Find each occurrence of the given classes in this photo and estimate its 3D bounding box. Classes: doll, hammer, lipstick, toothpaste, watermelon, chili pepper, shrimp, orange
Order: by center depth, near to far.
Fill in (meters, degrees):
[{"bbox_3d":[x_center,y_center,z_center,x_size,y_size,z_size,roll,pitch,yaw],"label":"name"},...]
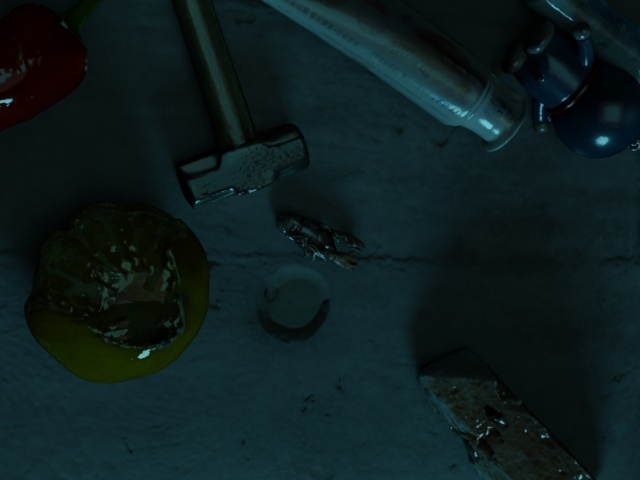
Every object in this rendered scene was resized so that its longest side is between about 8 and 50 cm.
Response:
[{"bbox_3d":[-0.318,-0.131,1.127,0.369,0.092,0.137,-13,95,-19],"label":"chili pepper"},{"bbox_3d":[-0.162,0.042,1.197,0.157,0.134,0.156,-10,109,-30],"label":"orange"},{"bbox_3d":[-0.114,-0.210,1.211,0.111,0.043,0.365,-21,106,-13],"label":"hammer"},{"bbox_3d":[0.041,-0.187,1.254,0.323,0.066,0.100,34,67,-21],"label":"toothpaste"},{"bbox_3d":[0.002,0.003,1.296,0.092,0.038,0.029,18,138,-23],"label":"shrimp"},{"bbox_3d":[0.237,-0.131,1.326,0.152,0.085,0.114,38,131,-13],"label":"doll"},{"bbox_3d":[0.257,-0.192,1.338,0.158,0.048,0.048,32,90,-22],"label":"lipstick"},{"bbox_3d":[0.188,0.197,1.366,0.094,0.154,0.241,-42,99,-7],"label":"watermelon"}]
